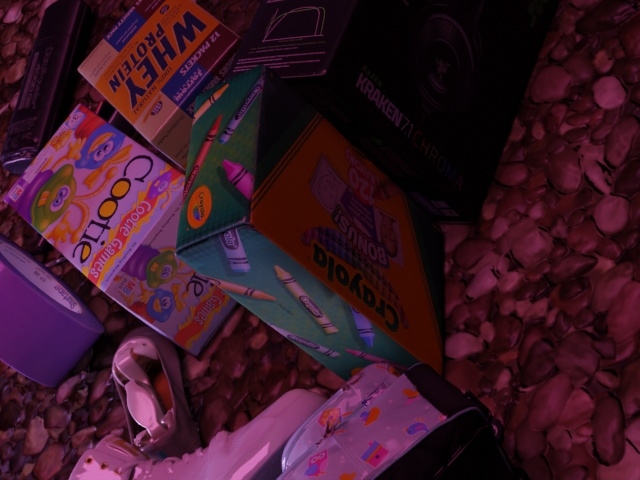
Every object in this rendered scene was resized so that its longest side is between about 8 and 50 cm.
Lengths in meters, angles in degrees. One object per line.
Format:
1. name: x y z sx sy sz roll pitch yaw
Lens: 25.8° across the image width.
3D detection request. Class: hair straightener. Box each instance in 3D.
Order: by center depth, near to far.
1. hair straightener: -0.284 -0.065 1.678 0.089 0.047 0.230 20 75 48

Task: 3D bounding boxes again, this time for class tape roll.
1. tape roll: -0.330 0.067 1.509 0.080 0.189 0.189 -48 40 0

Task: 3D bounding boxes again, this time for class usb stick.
1. usb stick: -0.365 -0.211 1.866 0.077 0.045 0.278 -11 53 28

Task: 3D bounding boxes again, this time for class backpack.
1. backpack: 0.047 0.201 1.071 0.188 0.166 0.144 -42 41 -15

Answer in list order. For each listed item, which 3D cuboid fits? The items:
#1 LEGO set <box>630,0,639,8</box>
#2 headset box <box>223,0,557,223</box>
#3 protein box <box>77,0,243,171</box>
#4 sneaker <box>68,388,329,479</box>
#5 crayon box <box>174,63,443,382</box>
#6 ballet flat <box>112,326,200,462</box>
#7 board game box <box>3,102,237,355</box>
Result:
1. LEGO set: 0.318 -0.252 1.311 0.054 0.023 0.083 33 97 52
2. headset box: 0.079 -0.198 1.306 0.131 0.246 0.283 2 60 43
3. protein box: -0.111 -0.140 1.464 0.136 0.200 0.201 -49 41 1
4. sneaker: -0.131 0.210 1.252 0.292 0.108 0.169 -48 63 2
5. crayon box: 0.000 0.000 1.197 0.081 0.278 0.165 -21 48 30
6. ballet flat: -0.175 0.144 1.404 0.072 0.068 0.213 -38 41 7
7. board game box: -0.198 -0.018 1.489 0.144 0.142 0.275 -53 40 -4
